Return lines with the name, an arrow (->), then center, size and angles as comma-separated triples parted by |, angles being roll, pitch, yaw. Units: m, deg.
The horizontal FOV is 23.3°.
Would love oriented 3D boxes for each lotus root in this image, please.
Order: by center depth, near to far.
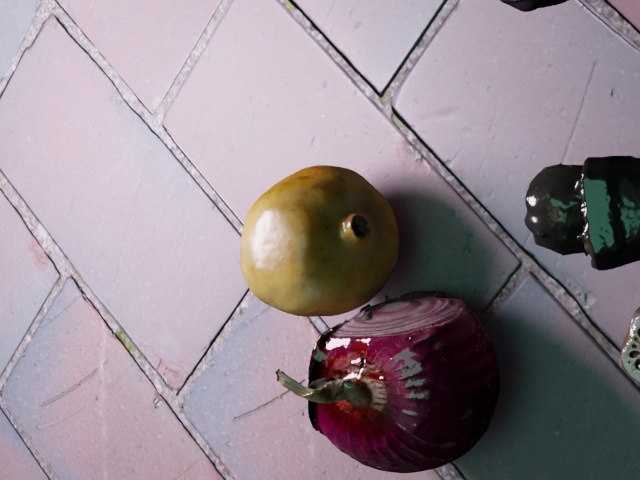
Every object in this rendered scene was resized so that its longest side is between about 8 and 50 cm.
lotus root -> 0.444, 0.130, 1.967 | 0.112, 0.081, 0.122 | 27, 112, 26

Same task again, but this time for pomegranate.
pomegranate -> -0.002, 0.002, 2.229 | 0.233, 0.233, 0.233 | 5, 98, 39

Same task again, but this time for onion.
onion -> 0.128, 0.203, 2.136 | 0.230, 0.272, 0.256 | 18, 142, 32

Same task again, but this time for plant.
plant -> 0.382, -0.037, 1.944 | 0.256, 0.164, 0.141 | -2, 94, 28

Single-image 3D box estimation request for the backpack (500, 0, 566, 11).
backpack -> 0.298, -0.530, 1.901 | 0.363, 0.255, 0.445 | 48, 136, 26
